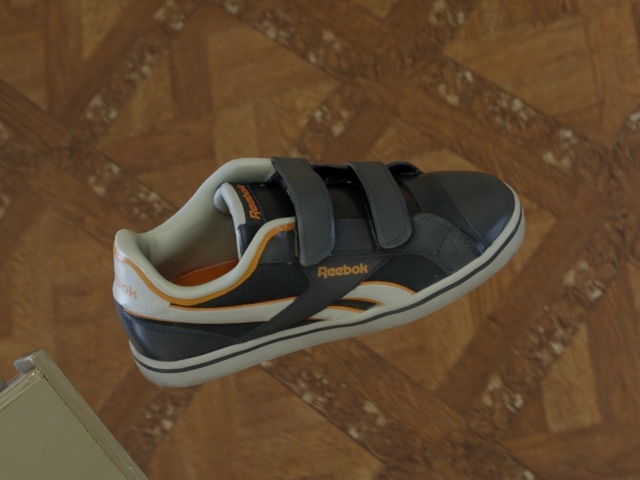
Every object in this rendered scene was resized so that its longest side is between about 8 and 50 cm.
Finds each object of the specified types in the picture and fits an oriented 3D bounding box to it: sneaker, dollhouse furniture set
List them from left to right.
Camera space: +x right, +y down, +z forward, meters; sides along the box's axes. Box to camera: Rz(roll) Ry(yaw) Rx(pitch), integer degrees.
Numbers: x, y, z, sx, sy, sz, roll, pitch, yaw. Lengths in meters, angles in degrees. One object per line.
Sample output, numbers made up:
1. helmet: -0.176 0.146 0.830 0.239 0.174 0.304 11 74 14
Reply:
1. dollhouse furniture set: -0.252 0.244 1.072 0.198 0.303 0.286 -41 100 -26
2. sneaker: 0.000 0.000 1.068 0.321 0.127 0.126 -21 37 -8
